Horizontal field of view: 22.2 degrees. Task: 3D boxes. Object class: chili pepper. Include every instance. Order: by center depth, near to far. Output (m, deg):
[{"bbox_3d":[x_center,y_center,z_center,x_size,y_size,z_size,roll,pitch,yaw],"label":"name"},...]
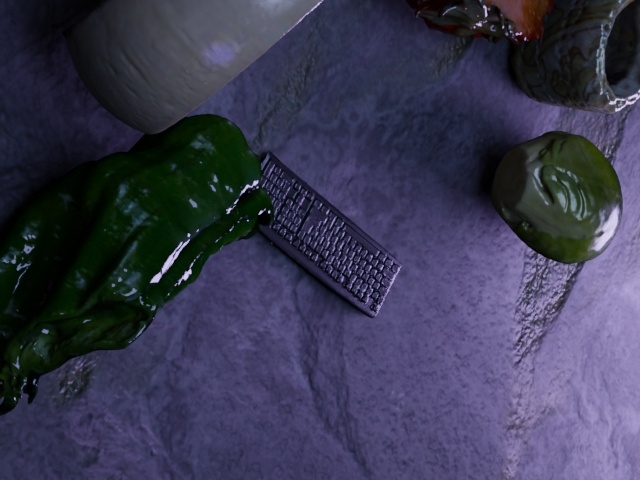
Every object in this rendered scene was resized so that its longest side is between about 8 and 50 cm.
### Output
[{"bbox_3d":[-0.213,0.012,1.589,0.385,0.213,0.167,-41,94,-30],"label":"chili pepper"}]

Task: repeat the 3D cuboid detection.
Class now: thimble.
[{"bbox_3d":[0.338,-0.251,2.020,0.137,0.143,0.190,40,72,-35],"label":"thimble"}]

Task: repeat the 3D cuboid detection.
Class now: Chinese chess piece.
[{"bbox_3d":[-0.091,-0.250,1.557,0.140,0.338,0.338,47,67,-11],"label":"Chinese chess piece"}]

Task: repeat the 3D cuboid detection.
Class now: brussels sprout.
[{"bbox_3d":[0.300,-0.053,2.020,0.181,0.144,0.161,-1,101,-37],"label":"brussels sprout"}]

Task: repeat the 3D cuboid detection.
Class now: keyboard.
[{"bbox_3d":[0.000,0.000,1.869,0.250,0.017,0.087,40,71,-36],"label":"keyboard"}]

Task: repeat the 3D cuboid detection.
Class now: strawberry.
[{"bbox_3d":[0.164,-0.365,1.868,0.253,0.150,0.280,-7,100,-59],"label":"strawberry"}]
